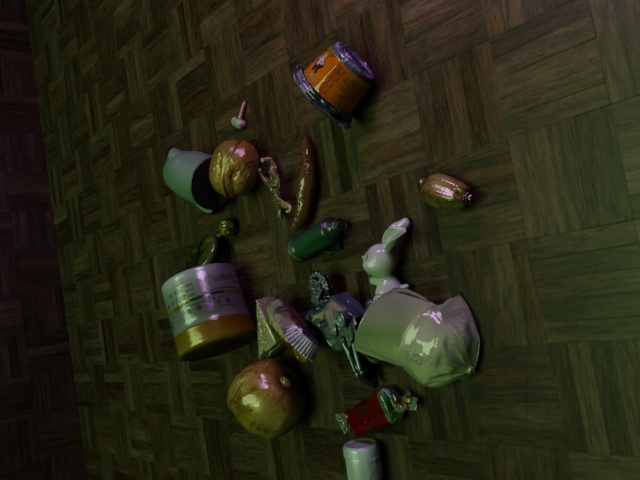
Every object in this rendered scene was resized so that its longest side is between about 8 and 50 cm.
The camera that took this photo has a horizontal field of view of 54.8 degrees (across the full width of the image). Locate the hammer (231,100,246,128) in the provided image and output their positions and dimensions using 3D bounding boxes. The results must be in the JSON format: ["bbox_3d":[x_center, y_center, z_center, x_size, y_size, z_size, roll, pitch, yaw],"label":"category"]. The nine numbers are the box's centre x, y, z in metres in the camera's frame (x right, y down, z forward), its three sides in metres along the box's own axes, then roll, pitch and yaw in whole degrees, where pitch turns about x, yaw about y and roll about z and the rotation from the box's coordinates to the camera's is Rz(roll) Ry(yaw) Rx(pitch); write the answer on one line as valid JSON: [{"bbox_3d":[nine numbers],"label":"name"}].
[{"bbox_3d":[-0.238,-0.376,1.838,0.052,0.031,0.083,32,111,38],"label":"hammer"}]

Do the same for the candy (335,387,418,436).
[{"bbox_3d":[0.129,0.414,1.483,0.292,0.059,0.086,-40,66,44],"label":"candy"}]

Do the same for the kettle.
[{"bbox_3d":[-0.381,-0.176,1.940,0.236,0.161,0.221,21,140,46],"label":"kettle"}]

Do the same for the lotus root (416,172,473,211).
[{"bbox_3d":[0.255,-0.099,1.283,0.152,0.063,0.072,30,97,42],"label":"lotus root"}]

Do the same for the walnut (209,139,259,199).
[{"bbox_3d":[-0.250,-0.206,1.785,0.144,0.144,0.180,28,118,43],"label":"walnut"}]

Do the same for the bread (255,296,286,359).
[{"bbox_3d":[-0.149,0.251,1.767,0.105,0.077,0.152,-47,59,39],"label":"bread"}]

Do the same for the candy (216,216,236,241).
[{"bbox_3d":[-0.319,-0.009,1.961,0.201,0.060,0.060,-45,61,50],"label":"candy"}]

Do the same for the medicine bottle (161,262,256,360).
[{"bbox_3d":[-0.337,0.215,1.852,0.238,0.238,0.232,-38,66,44],"label":"medicine bottle"}]

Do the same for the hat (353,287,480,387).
[{"bbox_3d":[0.196,0.217,1.291,0.164,0.226,0.219,-120,41,-54],"label":"hat"}]

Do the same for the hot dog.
[{"bbox_3d":[-0.073,0.236,1.613,0.144,0.075,0.268,49,176,-19],"label":"hot dog"}]

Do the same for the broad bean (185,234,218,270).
[{"bbox_3d":[-0.382,0.069,1.973,0.207,0.072,0.153,130,147,-55],"label":"broad bean"}]

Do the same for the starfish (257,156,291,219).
[{"bbox_3d":[-0.118,-0.142,1.700,0.210,0.053,0.150,-123,18,-47],"label":"starfish"}]

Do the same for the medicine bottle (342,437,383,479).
[{"bbox_3d":[0.113,0.621,1.497,0.095,0.095,0.260,-7,88,49],"label":"medicine bottle"}]

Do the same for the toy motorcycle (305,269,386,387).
[{"bbox_3d":[0.058,0.212,1.516,0.307,0.108,0.173,45,134,35],"label":"toy motorcycle"}]

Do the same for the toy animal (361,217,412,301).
[{"bbox_3d":[0.155,0.043,1.412,0.127,0.131,0.182,-6,98,17],"label":"toy animal"}]

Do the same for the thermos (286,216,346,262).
[{"bbox_3d":[-0.004,-0.003,1.578,0.187,0.073,0.083,-31,70,45],"label":"thermos"}]

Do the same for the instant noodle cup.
[{"bbox_3d":[0.042,-0.375,1.430,0.208,0.177,0.125,49,116,7],"label":"instant noodle cup"}]

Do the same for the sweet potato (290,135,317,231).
[{"bbox_3d":[-0.039,-0.146,1.617,0.078,0.058,0.255,-160,74,-68],"label":"sweet potato"}]

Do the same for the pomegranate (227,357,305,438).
[{"bbox_3d":[-0.141,0.425,1.695,0.215,0.215,0.215,7,99,48],"label":"pomegranate"}]
